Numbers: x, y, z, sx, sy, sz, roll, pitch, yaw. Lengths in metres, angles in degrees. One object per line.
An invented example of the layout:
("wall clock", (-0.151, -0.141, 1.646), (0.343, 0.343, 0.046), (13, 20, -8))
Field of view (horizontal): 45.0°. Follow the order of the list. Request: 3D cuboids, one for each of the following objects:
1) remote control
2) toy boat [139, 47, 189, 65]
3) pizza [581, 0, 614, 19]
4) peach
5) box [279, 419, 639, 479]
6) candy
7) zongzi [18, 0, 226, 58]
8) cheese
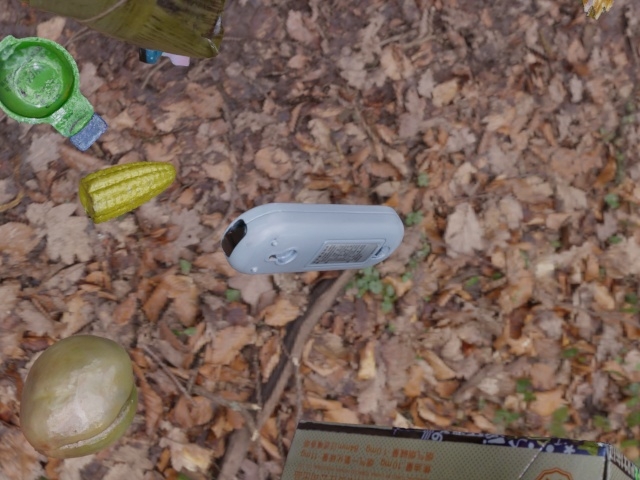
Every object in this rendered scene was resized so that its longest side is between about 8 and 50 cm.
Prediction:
("remote control", (0.000, 0.000, 0.840), (0.244, 0.087, 0.047), (-1, 54, -44))
("toy boat", (-0.223, -0.413, 1.134), (0.092, 0.134, 0.299), (3, 124, -9))
("pizza", (0.276, -0.240, 0.768), (0.083, 0.016, 0.037), (-37, 129, -41))
("peach", (-0.559, 0.365, 1.787), (0.247, 0.292, 0.292), (36, 61, 21))
("box", (0.138, 0.238, 0.681), (0.198, 0.310, 0.084), (40, 56, -37))
("candy", (-0.389, -0.112, 1.579), (0.198, 0.106, 0.094), (-25, 63, -24))
("zongzi", (-0.175, -0.305, 0.597), (0.300, 0.145, 0.274), (7, 108, -51))
("cheese", (-0.637, -0.342, 1.818), (0.204, 0.083, 0.320), (-47, 133, -7))
